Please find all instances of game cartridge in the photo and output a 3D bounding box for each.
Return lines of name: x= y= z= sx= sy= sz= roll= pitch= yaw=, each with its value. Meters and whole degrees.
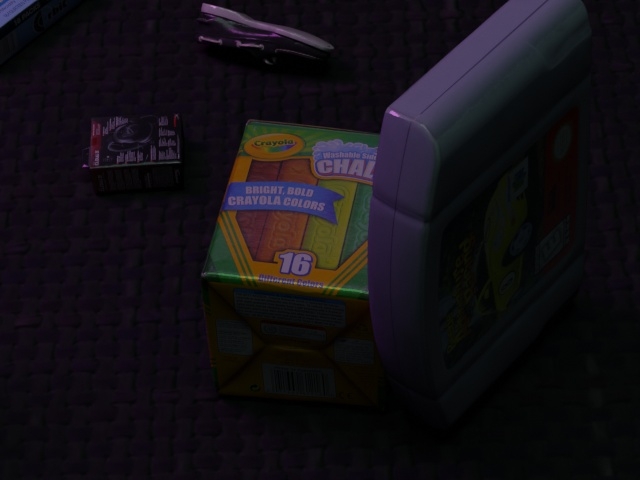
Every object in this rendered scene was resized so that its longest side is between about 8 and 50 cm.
game cartridge: x=0.110 y=-0.009 z=1.314 sx=0.060 sy=0.294 sz=0.196 roll=32 pitch=56 yaw=32

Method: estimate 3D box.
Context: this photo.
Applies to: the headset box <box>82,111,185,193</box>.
headset box: x=-0.153 y=-0.071 z=1.569 sx=0.083 sy=0.032 sz=0.062 roll=-5 pitch=46 yaw=0

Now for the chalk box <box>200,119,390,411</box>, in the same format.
chalk box: x=0.000 y=0.000 z=1.423 sx=0.132 sy=0.132 sz=0.213 roll=5 pitch=47 yaw=8

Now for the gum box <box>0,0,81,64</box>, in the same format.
gum box: x=-0.311 y=-0.242 z=1.734 sx=0.184 sy=0.041 sz=0.157 roll=28 pitch=54 yaw=26

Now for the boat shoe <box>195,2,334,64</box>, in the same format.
boat shoe: x=-0.050 y=-0.170 z=1.654 sx=0.125 sy=0.038 sz=0.046 roll=18 pitch=8 yaw=12
